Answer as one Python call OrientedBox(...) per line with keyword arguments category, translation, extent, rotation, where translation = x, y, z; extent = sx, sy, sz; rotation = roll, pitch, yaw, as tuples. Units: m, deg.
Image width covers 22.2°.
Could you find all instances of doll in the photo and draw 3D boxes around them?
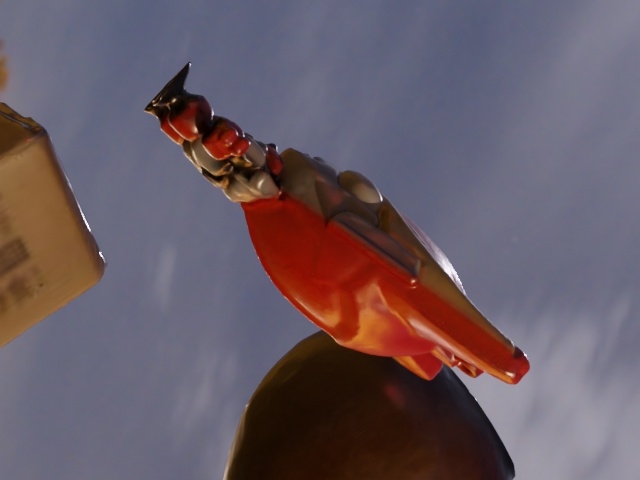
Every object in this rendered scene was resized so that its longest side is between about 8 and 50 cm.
OrientedBox(category="doll", translation=(0.000, 0.000, 0.636), extent=(0.057, 0.169, 0.109), rotation=(-56, -170, -12))

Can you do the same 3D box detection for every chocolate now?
OrientedBox(category="chocolate", translation=(0.016, 0.135, 0.937), extent=(0.177, 0.177, 0.176), rotation=(-169, -90, -72))

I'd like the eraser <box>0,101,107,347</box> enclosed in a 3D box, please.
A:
OrientedBox(category="eraser", translation=(-0.258, 0.054, 0.613), extent=(0.144, 0.343, 0.078), rotation=(27, -35, 50))
